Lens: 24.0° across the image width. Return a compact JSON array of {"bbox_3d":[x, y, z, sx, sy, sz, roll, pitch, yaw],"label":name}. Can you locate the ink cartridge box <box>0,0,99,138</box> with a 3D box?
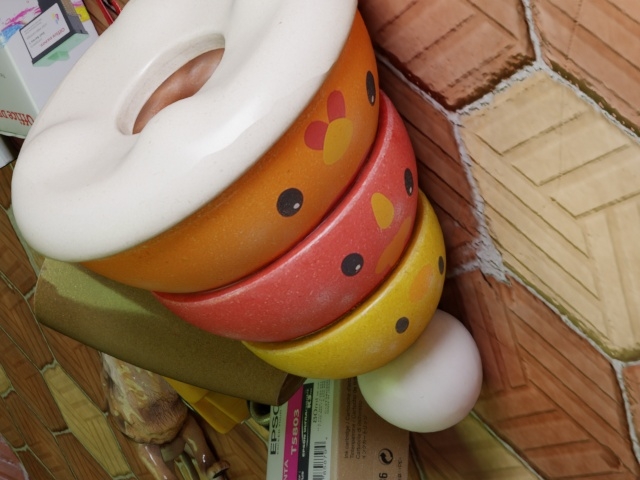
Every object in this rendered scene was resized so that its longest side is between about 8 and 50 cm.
[{"bbox_3d":[-0.370,-0.268,1.775,0.201,0.117,0.278,14,133,56],"label":"ink cartridge box"}]

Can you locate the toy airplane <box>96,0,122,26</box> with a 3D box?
[{"bbox_3d":[-0.214,-0.221,1.661,0.151,0.028,0.151,42,152,29],"label":"toy airplane"}]

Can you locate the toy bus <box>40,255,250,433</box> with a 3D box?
[{"bbox_3d":[-0.194,0.090,1.826,0.332,0.108,0.130,47,171,-10],"label":"toy bus"}]

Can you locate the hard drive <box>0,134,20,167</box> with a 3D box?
[{"bbox_3d":[-0.527,-0.238,2.122,0.307,0.040,0.203,59,175,-8],"label":"hard drive"}]

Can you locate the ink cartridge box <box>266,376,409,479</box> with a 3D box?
[{"bbox_3d":[0.015,0.231,1.599,0.193,0.088,0.234,159,116,-63],"label":"ink cartridge box"}]

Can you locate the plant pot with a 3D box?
[{"bbox_3d":[-0.116,0.053,1.519,0.254,0.237,0.237,33,151,12],"label":"plant pot"}]

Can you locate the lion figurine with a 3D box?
[{"bbox_3d":[-0.229,0.275,2.188,0.240,0.142,0.392,55,161,19],"label":"lion figurine"}]

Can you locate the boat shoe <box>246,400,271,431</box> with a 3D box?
[{"bbox_3d":[-0.044,0.186,1.783,0.103,0.092,0.285,22,141,50],"label":"boat shoe"}]

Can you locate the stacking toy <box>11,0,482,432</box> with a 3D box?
[{"bbox_3d":[0.000,0.000,1.333,0.480,0.350,0.351,46,163,-31],"label":"stacking toy"}]

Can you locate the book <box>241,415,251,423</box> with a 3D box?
[{"bbox_3d":[-0.123,0.161,1.980,0.144,0.035,0.096,52,152,11],"label":"book"}]
